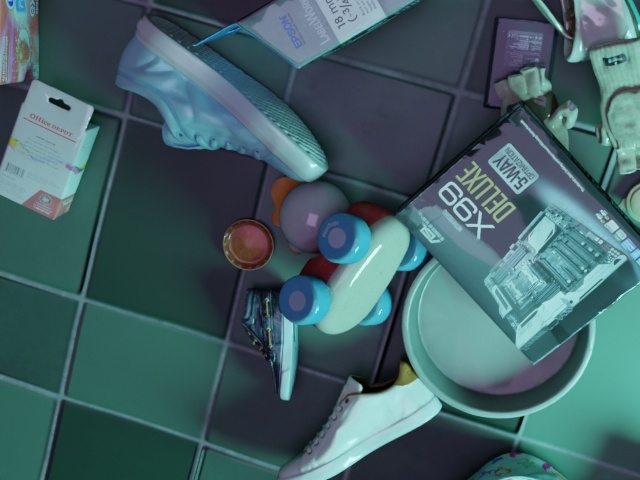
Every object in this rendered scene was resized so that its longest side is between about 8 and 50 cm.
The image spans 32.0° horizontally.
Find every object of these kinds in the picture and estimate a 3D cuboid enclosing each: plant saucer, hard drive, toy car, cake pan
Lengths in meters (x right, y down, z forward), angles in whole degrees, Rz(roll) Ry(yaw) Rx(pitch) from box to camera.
[{"bbox_3d":[-0.115,0.006,1.790,0.084,0.013,0.083,2,102,10],"label":"plant saucer"},{"bbox_3d":[0.297,-0.259,1.659,0.094,0.022,0.135,8,103,8],"label":"hard drive"},{"bbox_3d":[0.000,0.000,1.704,0.238,0.219,0.210,41,108,29],"label":"toy car"},{"bbox_3d":[0.274,0.129,1.731,0.293,0.054,0.293,2,102,9],"label":"cake pan"}]

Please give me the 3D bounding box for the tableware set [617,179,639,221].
[{"bbox_3d":[0.520,-0.009,1.678,0.169,0.020,0.141,21,105,5],"label":"tableware set"}]

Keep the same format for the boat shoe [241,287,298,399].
[{"bbox_3d":[-0.081,0.164,1.796,0.083,0.065,0.183,2,96,10],"label":"boat shoe"}]

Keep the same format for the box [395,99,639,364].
[{"bbox_3d":[0.300,-0.011,1.622,0.242,0.076,0.307,-41,95,17],"label":"box"}]

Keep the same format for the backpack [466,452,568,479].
[{"bbox_3d":[0.294,0.468,1.740,0.225,0.191,0.253,44,100,-1],"label":"backpack"}]

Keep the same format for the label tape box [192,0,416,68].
[{"bbox_3d":[0.012,-0.324,1.582,0.334,0.240,0.106,-28,98,15],"label":"label tape box"}]

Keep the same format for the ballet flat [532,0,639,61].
[{"bbox_3d":[0.321,-0.430,1.560,0.139,0.139,0.400,-23,101,13],"label":"ballet flat"}]

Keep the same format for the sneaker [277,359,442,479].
[{"bbox_3d":[0.040,0.288,1.786,0.290,0.106,0.123,-32,93,3],"label":"sneaker"}]

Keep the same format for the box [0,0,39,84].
[{"bbox_3d":[-0.522,-0.393,1.701,0.142,0.154,0.299,5,102,8],"label":"box"}]

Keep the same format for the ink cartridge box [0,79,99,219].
[{"bbox_3d":[-0.431,-0.149,1.783,0.115,0.067,0.198,26,106,3],"label":"ink cartridge box"}]

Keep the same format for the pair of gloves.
[{"bbox_3d":[0.378,-0.174,1.607,0.240,0.042,0.204,-16,110,34],"label":"pair of gloves"}]

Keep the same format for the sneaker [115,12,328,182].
[{"bbox_3d":[-0.156,-0.183,1.705,0.366,0.135,0.150,40,110,10],"label":"sneaker"}]
